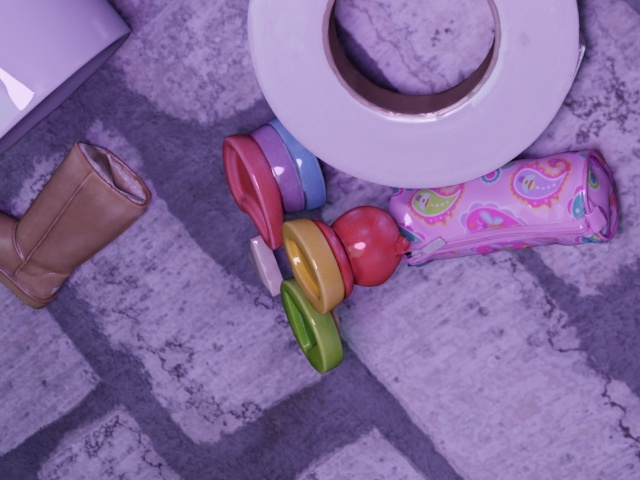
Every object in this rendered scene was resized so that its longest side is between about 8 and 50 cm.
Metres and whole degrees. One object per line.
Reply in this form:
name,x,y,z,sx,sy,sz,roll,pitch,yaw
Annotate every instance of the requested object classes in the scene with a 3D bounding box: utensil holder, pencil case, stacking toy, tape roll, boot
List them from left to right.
utensil holder,-0.476,-0.313,1.968,0.385,0.327,0.327,48,125,-7
boot,-0.400,-0.053,2.206,0.236,0.089,0.269,39,125,-10
stacking toy,0.000,0.000,1.983,0.309,0.130,0.279,56,163,38
tape roll,0.110,-0.248,1.812,0.392,0.072,0.392,3,116,6
pencil case,0.217,-0.035,1.897,0.284,0.124,0.124,-9,111,28
